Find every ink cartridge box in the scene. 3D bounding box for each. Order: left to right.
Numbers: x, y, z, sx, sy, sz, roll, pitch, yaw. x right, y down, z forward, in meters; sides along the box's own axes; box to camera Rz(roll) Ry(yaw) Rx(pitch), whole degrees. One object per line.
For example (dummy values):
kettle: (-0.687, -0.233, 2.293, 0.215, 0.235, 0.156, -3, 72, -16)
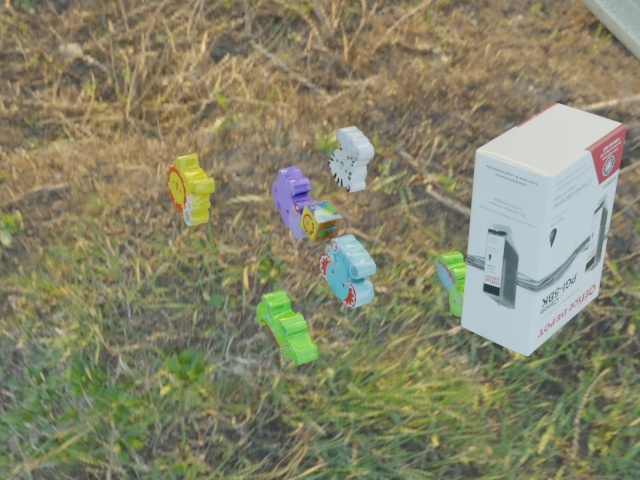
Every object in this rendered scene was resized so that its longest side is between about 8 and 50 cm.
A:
ink cartridge box: (0.145, -0.008, 0.669, 0.056, 0.135, 0.099, 25, 40, 34)

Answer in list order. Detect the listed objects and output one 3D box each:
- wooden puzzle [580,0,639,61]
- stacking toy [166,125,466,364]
wooden puzzle: (0.158, -0.278, 0.409, 0.348, 0.080, 0.322, 44, 102, -5)
stacking toy: (0.000, 0.000, 0.784, 0.167, 0.052, 0.221, -13, 48, -28)
